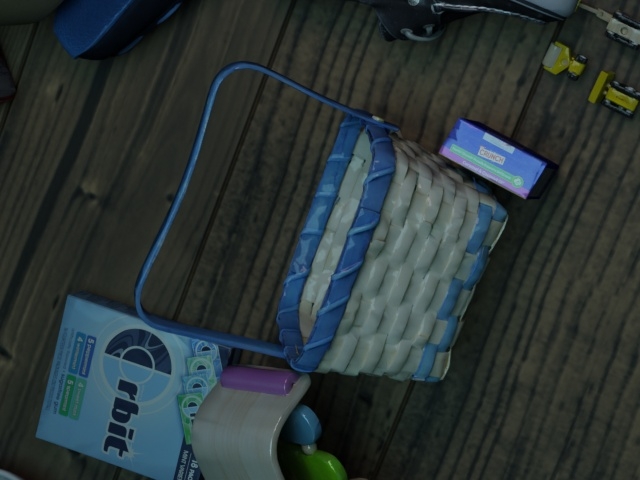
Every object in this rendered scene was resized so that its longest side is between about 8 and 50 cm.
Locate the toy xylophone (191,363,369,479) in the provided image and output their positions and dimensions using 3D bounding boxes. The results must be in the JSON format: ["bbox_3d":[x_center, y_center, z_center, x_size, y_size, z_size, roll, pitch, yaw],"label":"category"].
[{"bbox_3d":[0.001,0.270,1.473,0.236,0.081,0.322,12,128,43],"label":"toy xylophone"}]

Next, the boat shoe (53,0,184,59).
[{"bbox_3d":[-0.154,-0.277,1.547,0.258,0.089,0.109,-35,72,22],"label":"boat shoe"}]

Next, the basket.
[{"bbox_3d":[0.000,0.000,1.451,0.289,0.201,0.254,20,103,-17],"label":"basket"}]

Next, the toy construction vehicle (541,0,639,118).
[{"bbox_3d":[0.260,-0.170,1.461,0.098,0.035,0.086,27,114,15],"label":"toy construction vehicle"}]

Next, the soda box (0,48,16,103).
[{"bbox_3d":[-0.452,-0.142,1.650,0.263,0.083,0.092,-20,91,17],"label":"soda box"}]

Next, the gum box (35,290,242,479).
[{"bbox_3d":[-0.185,0.152,1.623,0.184,0.041,0.157,17,100,15],"label":"gum box"}]

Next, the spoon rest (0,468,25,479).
[{"bbox_3d":[-0.278,0.328,1.649,0.276,0.084,0.137,21,101,13],"label":"spoon rest"}]

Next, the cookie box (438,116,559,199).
[{"bbox_3d":[0.164,-0.074,1.456,0.092,0.107,0.040,30,98,12],"label":"cookie box"}]

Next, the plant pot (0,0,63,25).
[{"bbox_3d":[-0.314,-0.314,1.517,0.191,0.284,0.284,34,108,-25],"label":"plant pot"}]

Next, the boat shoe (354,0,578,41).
[{"bbox_3d":[0.086,-0.229,1.466,0.301,0.108,0.102,17,101,17],"label":"boat shoe"}]
